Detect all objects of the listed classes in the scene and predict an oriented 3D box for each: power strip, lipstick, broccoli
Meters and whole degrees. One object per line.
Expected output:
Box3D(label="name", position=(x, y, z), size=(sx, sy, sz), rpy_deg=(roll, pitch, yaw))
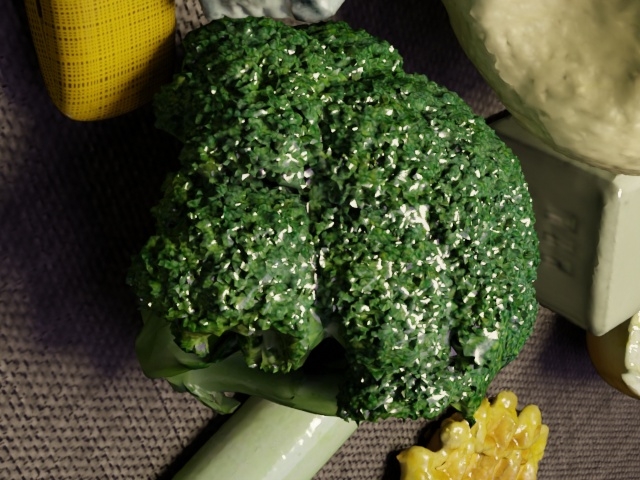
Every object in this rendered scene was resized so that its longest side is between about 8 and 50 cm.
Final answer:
Box3D(label="power strip", position=(0.245, -0.044, 1.008), size=(0.224, 0.140, 0.139), rpy_deg=(-25, 128, -34))
Box3D(label="lipstick", position=(-0.022, 0.132, 0.891), size=(0.304, 0.076, 0.076), rpy_deg=(-46, 138, -15))
Box3D(label="broccoli", position=(0.000, 0.000, 0.734), size=(0.245, 0.265, 0.294), rpy_deg=(-27, 156, 10))

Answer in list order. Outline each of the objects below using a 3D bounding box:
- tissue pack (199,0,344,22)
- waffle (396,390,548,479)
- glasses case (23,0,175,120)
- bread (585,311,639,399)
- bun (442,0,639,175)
Box3D(label="tissue pack", position=(-0.024, -0.259, 0.602), size=(0.185, 0.081, 0.257), rpy_deg=(-61, 148, -42))
Box3D(label="waffle", position=(0.106, 0.264, 1.119), size=(0.280, 0.060, 0.262), rpy_deg=(-30, 129, -33))
Box3D(label="glasses case", position=(-0.115, -0.171, 0.615), size=(0.079, 0.064, 0.234), rpy_deg=(-30, 131, -34))
Box3D(label="bread", position=(0.401, 0.063, 1.113), size=(0.333, 0.333, 0.160), rpy_deg=(0, 88, -46))
Box3D(label="bun", position=(0.200, -0.221, 0.780), size=(0.352, 0.227, 0.348), rpy_deg=(-20, 127, -47))
